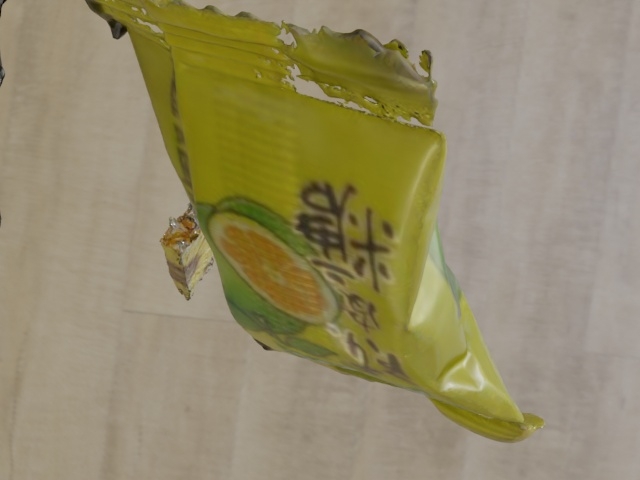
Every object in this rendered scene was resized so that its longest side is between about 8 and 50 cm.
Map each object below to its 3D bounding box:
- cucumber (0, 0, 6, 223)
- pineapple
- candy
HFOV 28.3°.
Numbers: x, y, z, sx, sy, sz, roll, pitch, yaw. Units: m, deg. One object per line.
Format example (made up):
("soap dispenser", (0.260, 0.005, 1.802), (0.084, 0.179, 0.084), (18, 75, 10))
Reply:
("cucumber", (-0.117, -0.129, 0.351), (0.072, 0.081, 0.303), (-4, 74, 15))
("pineapple", (-0.073, 0.002, 0.732), (0.019, 0.083, 0.045), (29, 74, 12))
("candy", (0.000, 0.000, 0.578), (0.081, 0.187, 0.297), (-55, 145, -21))
